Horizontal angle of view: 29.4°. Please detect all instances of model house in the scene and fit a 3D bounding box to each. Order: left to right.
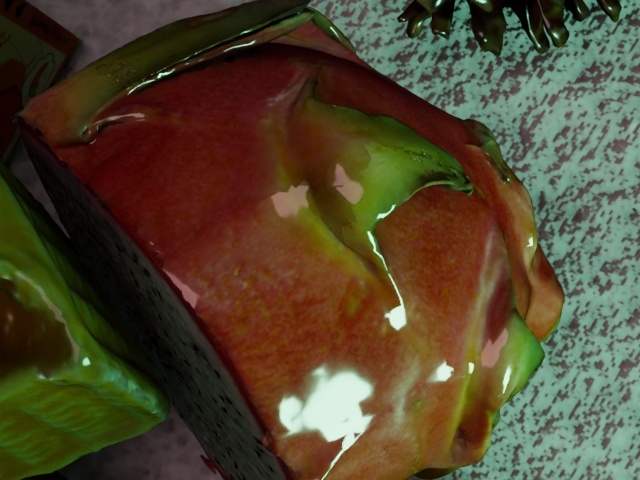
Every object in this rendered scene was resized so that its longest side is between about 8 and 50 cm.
[{"bbox_3d":[-0.202,0.032,0.578,0.239,0.268,0.173,21,75,19],"label":"model house"}]

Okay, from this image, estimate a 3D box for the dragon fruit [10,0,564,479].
[{"bbox_3d":[0.000,0.000,0.674,0.225,0.305,0.305,-32,77,-15],"label":"dragon fruit"}]

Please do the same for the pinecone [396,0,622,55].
[{"bbox_3d":[0.135,-0.234,0.697,0.246,0.246,0.292,47,109,13],"label":"pinecone"}]

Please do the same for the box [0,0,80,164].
[{"bbox_3d":[-0.338,-0.083,0.766,0.213,0.259,0.284,30,91,12],"label":"box"}]

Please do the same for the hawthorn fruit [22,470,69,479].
[{"bbox_3d":[-0.242,0.260,0.688,0.276,0.298,0.277,1,98,11],"label":"hawthorn fruit"}]
